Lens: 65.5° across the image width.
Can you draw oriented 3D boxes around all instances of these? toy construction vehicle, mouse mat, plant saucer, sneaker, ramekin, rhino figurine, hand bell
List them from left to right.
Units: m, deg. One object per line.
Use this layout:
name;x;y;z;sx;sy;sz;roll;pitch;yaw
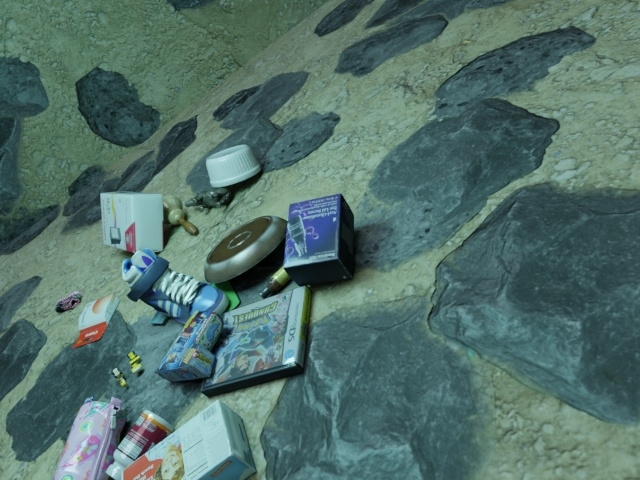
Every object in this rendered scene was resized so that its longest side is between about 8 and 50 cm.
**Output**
sneaker;-1.000;0.253;1.973;0.119;0.047;0.057;-37;45;1
toy construction vehicle;-0.556;0.375;1.447;0.086;0.035;0.098;-38;35;-24
sneaker;-0.444;0.126;1.444;0.323;0.236;0.130;2;48;37
plant saucer;-0.477;0.192;1.609;0.067;0.018;0.192;-6;45;36
hand bell;-0.539;-0.077;1.938;0.126;0.126;0.242;-46;48;-14
rhino figurine;-0.447;-0.160;1.955;0.243;0.073;0.106;-5;26;38
mouse mat;-0.320;0.187;1.488;0.153;0.007;0.189;-38;33;-4
ramekin;-0.347;-0.297;1.949;0.207;0.108;0.207;-15;22;6
plant saucer;-0.239;0.013;1.534;0.311;0.050;0.310;-28;21;12

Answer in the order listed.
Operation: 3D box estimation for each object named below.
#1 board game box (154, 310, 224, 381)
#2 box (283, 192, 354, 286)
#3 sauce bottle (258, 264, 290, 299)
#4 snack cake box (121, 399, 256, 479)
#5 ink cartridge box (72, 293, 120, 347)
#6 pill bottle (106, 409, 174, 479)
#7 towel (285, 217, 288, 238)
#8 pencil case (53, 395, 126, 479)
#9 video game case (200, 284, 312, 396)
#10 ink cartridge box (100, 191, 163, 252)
board game box;-0.318;0.279;1.280;0.194;0.060;0.194;-6;47;53
box;0.000;0.000;1.290;0.153;0.108;0.207;-11;54;19
sauce bottle;-0.117;0.110;1.371;0.128;0.042;0.042;-42;34;-13
snack cake box;-0.277;0.476;1.026;0.264;0.089;0.152;-36;36;0
ink cartridge box;-0.806;0.283;1.763;0.146;0.045;0.179;-20;35;23
pill bottle;-0.416;0.478;1.148;0.086;0.086;0.152;3;50;43
towel;-0.065;-0.050;1.536;0.152;0.023;0.113;10;54;47
pencil case;-0.550;0.518;1.185;0.124;0.124;0.284;-26;33;14
video game case;-0.155;0.247;1.245;0.275;0.035;0.248;-20;37;22
ink cartridge box;-0.748;-0.078;1.974;0.306;0.225;0.131;7;10;44
